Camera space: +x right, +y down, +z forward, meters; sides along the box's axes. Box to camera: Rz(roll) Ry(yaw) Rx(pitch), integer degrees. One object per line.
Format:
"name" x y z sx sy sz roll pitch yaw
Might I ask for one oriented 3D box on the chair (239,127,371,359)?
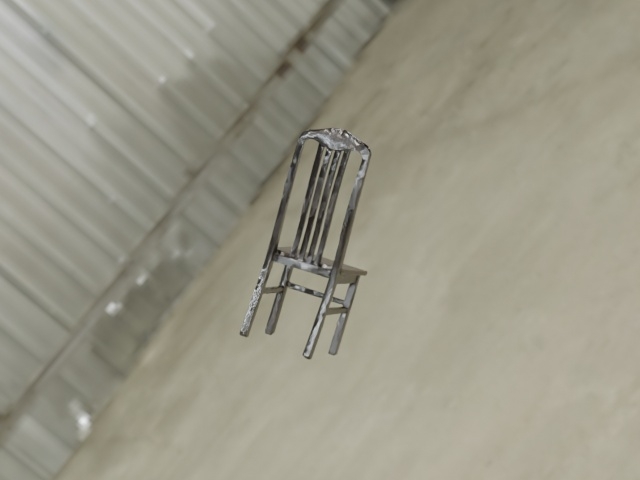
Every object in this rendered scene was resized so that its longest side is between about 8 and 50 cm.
"chair" 0.000 0.000 1.438 0.101 0.084 0.213 7 -80 -75
